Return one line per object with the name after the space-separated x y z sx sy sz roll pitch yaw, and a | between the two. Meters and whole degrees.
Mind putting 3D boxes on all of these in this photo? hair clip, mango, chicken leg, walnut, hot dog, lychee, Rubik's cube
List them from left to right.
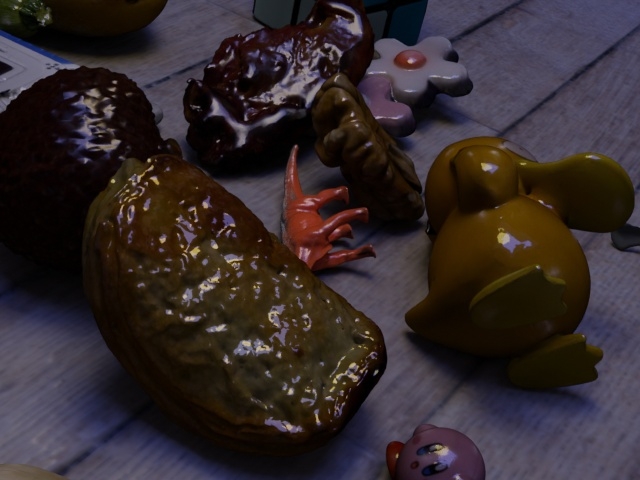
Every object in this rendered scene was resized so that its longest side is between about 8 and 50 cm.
-0.331 -0.341 1.348 0.316 0.146 0.193 20 27 22 | mango
-0.208 -0.058 0.945 0.194 0.194 0.194 9 34 -6 | lychee
-0.078 0.052 0.848 0.259 0.114 0.175 42 52 -2 | hot dog
-0.018 -0.229 1.238 0.158 0.096 0.407 30 64 -2 | chicken leg
0.035 -0.357 1.465 0.183 0.167 0.180 -22 48 -38 | Rubik's cube
0.044 -0.090 1.123 0.069 0.170 0.143 -30 29 16 | walnut
0.077 -0.177 1.312 0.146 0.075 0.257 37 45 24 | hair clip

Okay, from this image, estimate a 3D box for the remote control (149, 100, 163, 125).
-0.255 -0.087 1.111 0.067 0.029 0.261 23 38 15 | remote control

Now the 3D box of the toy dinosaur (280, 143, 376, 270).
0.001 0.005 1.036 0.101 0.055 0.279 -14 39 -7 | toy dinosaur

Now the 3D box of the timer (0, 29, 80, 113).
-0.372 -0.148 1.113 0.178 0.078 0.253 24 35 16 | timer

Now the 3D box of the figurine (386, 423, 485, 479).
0.087 0.172 0.808 0.067 0.071 0.083 42 27 -35 | figurine

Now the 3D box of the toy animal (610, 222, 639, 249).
0.418 0.015 1.144 0.202 0.070 0.105 5 16 -4 | toy animal

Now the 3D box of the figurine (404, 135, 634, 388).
0.170 0.006 0.986 0.215 0.215 0.228 20 58 11 | figurine

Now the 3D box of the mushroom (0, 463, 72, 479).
-0.198 0.219 0.508 0.234 0.254 0.260 24 -7 3 | mushroom

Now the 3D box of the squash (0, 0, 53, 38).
-0.417 -0.274 1.262 0.258 0.069 0.069 10 32 18 | squash

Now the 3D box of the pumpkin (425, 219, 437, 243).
0.148 -0.015 1.129 0.101 0.035 0.073 12 40 -16 | pumpkin
